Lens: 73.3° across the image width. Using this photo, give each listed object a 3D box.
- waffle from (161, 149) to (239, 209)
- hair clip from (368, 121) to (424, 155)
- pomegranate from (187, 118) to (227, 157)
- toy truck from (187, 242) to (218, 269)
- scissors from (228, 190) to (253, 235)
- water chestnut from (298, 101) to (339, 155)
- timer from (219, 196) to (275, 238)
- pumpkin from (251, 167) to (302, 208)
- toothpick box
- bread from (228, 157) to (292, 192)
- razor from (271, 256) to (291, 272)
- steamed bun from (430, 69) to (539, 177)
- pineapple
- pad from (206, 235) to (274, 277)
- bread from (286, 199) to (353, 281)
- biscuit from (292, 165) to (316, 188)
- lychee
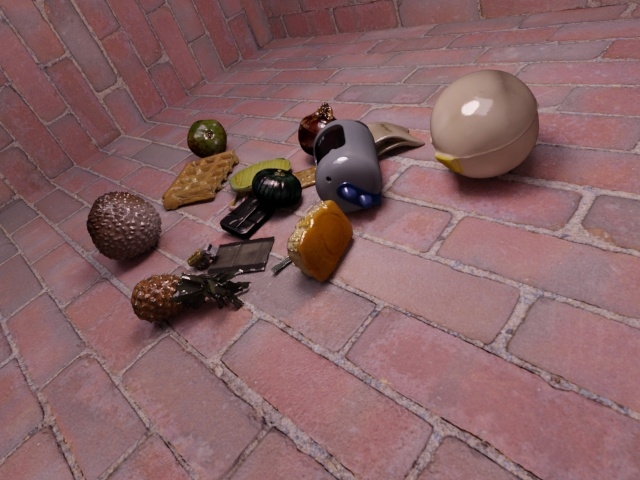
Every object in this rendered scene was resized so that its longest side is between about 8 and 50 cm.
[{"bbox_3d":[-0.580,-0.293,2.066,0.304,0.078,0.348,-9,39,21],"label":"waffle"},{"bbox_3d":[0.248,-0.408,1.724,0.282,0.113,0.172,-23,37,0],"label":"hair clip"},{"bbox_3d":[-0.611,-0.529,2.297,0.214,0.214,0.248,-44,8,-24],"label":"pomegranate"},{"bbox_3d":[-0.423,0.057,1.540,0.123,0.063,0.052,-36,28,32],"label":"toy truck"},{"bbox_3d":[-0.321,-0.127,1.763,0.160,0.024,0.318,-12,39,15],"label":"scissors"},{"bbox_3d":[0.021,-0.459,1.818,0.223,0.238,0.224,11,22,-4],"label":"water chestnut"},{"bbox_3d":[-0.283,-0.096,1.660,0.144,0.055,0.187,22,55,31],"label":"timer"},{"bbox_3d":[-0.166,-0.206,1.651,0.201,0.140,0.202,14,25,-7],"label":"pumpkin"},{"bbox_3d":[0.105,-0.245,1.521,0.263,0.263,0.355,-15,38,12],"label":"toothpick box"},{"bbox_3d":[-0.265,-0.290,1.897,0.301,0.045,0.301,-15,30,9],"label":"bread"},{"bbox_3d":[-0.082,0.045,1.416,0.191,0.037,0.068,-37,80,-11],"label":"razor"},{"bbox_3d":[0.516,-0.370,1.371,0.333,0.334,0.374,-9,40,20],"label":"steamed bun"},{"bbox_3d":[-0.408,0.159,1.352,0.364,0.166,0.166,-12,38,14],"label":"pineapple"},{"bbox_3d":[-0.284,0.059,1.520,0.233,0.022,0.174,-9,40,18],"label":"pad"},{"bbox_3d":[0.000,0.000,1.322,0.121,0.174,0.245,-16,31,44],"label":"bread"},{"bbox_3d":[-0.101,-0.247,1.786,0.247,0.029,0.118,-18,38,8],"label":"biscuit"},{"bbox_3d":[-0.791,-0.064,1.736,0.300,0.300,0.300,-15,38,12],"label":"lychee"}]
